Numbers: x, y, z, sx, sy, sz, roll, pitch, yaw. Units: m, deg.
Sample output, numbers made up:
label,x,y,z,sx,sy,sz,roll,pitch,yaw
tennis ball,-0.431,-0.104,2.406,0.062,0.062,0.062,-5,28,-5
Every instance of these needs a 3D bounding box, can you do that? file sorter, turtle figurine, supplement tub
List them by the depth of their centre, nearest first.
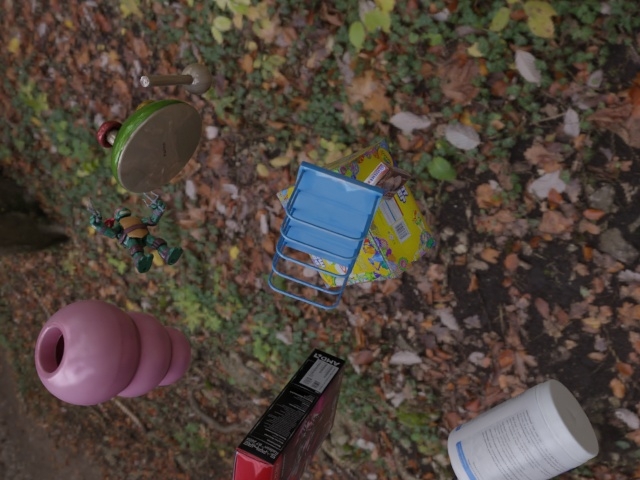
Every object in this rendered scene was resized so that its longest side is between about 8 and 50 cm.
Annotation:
label,x,y,z,sx,sy,sz,roll,pitch,yaw
supplement tub,0.170,0.173,0.534,0.107,0.071,0.071,-38,57,28
file sorter,0.000,0.000,0.871,0.170,0.118,0.104,108,-177,-49
turtle figurine,-0.433,-0.029,1.461,0.234,0.175,0.118,47,150,25

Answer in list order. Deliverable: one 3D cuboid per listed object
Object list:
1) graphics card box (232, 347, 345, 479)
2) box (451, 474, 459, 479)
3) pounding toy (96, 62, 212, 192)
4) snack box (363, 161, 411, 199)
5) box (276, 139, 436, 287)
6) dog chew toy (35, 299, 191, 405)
label,x,y,z,sx,sy,sz,roll,pitch,yaw
graphics card box,-0.067,0.441,1.403,0.094,0.371,0.233,19,121,17
box,0.262,0.466,1.139,0.162,0.116,0.029,-43,42,-7
pounding toy,-0.298,-0.205,1.066,0.110,0.183,0.237,39,122,17
snack box,0.118,-0.105,1.128,0.022,0.178,0.064,46,106,13
box,0.084,-0.056,1.571,0.279,0.177,0.290,-13,108,54
dog chew toy,-0.406,0.234,1.296,0.206,0.332,0.207,-10,74,36
